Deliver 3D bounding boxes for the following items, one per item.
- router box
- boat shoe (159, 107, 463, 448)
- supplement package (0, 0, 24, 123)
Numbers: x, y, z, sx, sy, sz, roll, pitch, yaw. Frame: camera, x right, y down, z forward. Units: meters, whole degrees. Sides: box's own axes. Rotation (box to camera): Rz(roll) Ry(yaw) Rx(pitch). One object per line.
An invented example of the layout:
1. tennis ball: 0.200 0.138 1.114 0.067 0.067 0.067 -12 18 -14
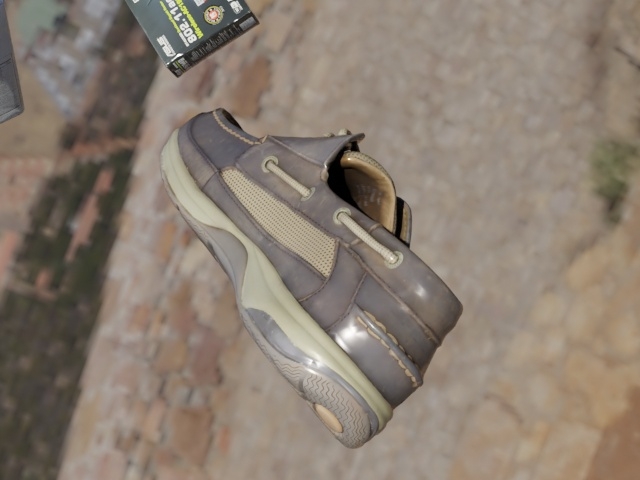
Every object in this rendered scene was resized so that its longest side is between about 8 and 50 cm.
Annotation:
1. router box: -0.126 -0.222 1.690 0.092 0.038 0.122 -34 73 4
2. boat shoe: 0.000 0.000 1.238 0.130 0.132 0.355 -37 37 1
3. supplement package: -0.393 -0.211 1.759 0.194 0.149 0.203 57 164 19
